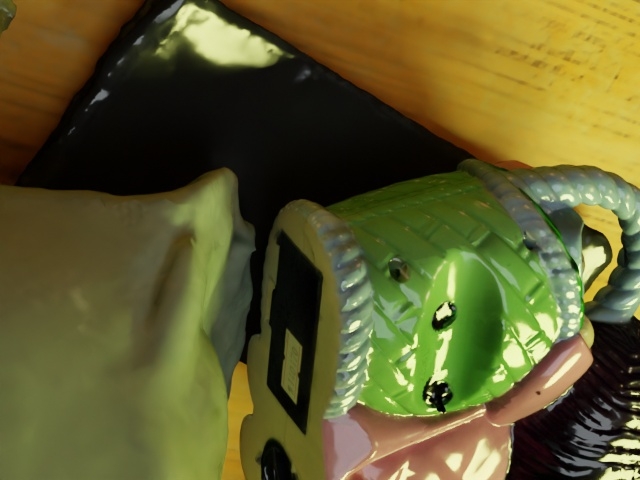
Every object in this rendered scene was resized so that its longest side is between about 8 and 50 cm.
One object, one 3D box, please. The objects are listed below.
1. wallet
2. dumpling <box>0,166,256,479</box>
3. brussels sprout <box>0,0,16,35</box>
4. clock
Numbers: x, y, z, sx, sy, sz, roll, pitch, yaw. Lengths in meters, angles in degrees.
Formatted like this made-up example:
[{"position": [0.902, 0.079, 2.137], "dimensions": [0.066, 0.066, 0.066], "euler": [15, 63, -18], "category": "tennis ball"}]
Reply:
[{"position": [0.000, 0.000, 0.764], "dimensions": [0.285, 0.030, 0.146], "euler": [29, 111, -33], "category": "wallet"}, {"position": [-0.165, 0.122, 0.648], "dimensions": [0.320, 0.212, 0.270], "euler": [-6, 120, -10], "category": "dumpling"}, {"position": [-0.162, -0.076, 0.629], "dimensions": [0.085, 0.058, 0.085], "euler": [-2, 130, -2], "category": "brussels sprout"}, {"position": [0.072, 0.056, 0.752], "dimensions": [0.195, 0.100, 0.194], "euler": [-5, 121, -24], "category": "clock"}]
